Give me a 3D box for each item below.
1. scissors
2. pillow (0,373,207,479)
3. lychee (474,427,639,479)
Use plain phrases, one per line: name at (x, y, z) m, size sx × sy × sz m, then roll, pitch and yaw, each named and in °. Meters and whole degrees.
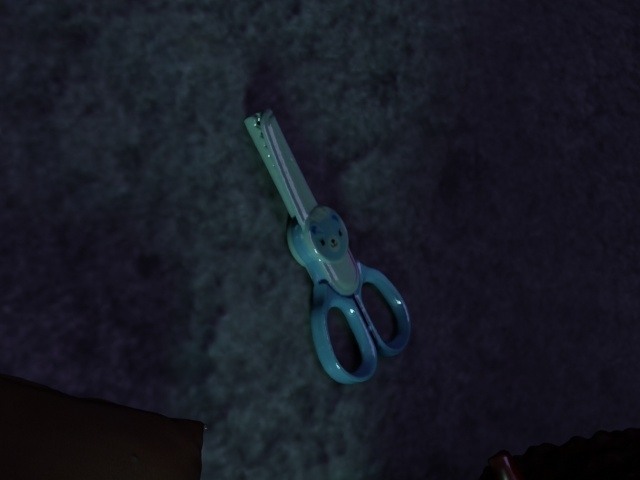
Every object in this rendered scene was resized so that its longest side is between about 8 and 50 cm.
scissors at (0.000, 0.000, 1.455) m, size 0.125 × 0.030 × 0.256 m, roll -34°, pitch 101°, yaw -48°
pillow at (-0.204, 0.237, 1.090) m, size 0.307 × 0.108 × 0.306 m, roll 18°, pitch 59°, yaw -36°
lychee at (0.240, 0.339, 1.280) m, size 0.500 × 0.424 × 0.425 m, roll 50°, pitch 45°, yaw -32°
